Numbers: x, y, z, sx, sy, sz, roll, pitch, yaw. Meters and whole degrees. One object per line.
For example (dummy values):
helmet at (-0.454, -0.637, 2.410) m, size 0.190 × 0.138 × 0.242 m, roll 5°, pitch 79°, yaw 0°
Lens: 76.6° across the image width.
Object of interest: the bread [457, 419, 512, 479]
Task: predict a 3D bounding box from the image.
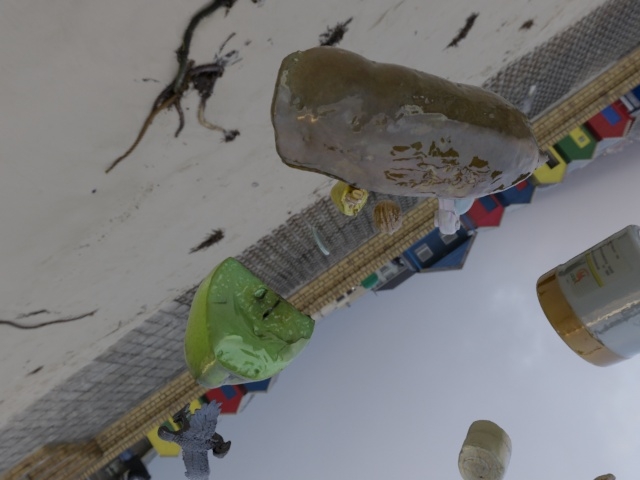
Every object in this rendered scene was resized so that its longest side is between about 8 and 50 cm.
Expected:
bread at (0.491, 0.638, 1.207) m, size 0.134 × 0.148 × 0.141 m, roll 0°, pitch -170°, yaw 33°

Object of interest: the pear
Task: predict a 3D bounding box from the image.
pear at (-0.233, 0.268, 1.125) m, size 0.238 × 0.342 × 0.318 m, roll -39°, pitch -165°, yaw 44°

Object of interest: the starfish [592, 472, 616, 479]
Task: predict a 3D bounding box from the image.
starfish at (0.336, 0.397, 0.503) m, size 0.050 × 0.138 × 0.247 m, roll -83°, pitch -161°, yaw -81°

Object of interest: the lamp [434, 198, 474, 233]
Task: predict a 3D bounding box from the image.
lamp at (0.420, -0.137, 1.250) m, size 0.108 × 0.245 × 0.180 m, roll 12°, pitch -167°, yaw 30°

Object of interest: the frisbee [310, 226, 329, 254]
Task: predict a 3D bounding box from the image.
frisbee at (0.000, 0.000, 1.383) m, size 0.014 × 0.110 × 0.110 m, roll -30°, pitch 175°, yaw 9°

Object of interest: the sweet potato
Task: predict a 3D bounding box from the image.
sweet potato at (0.127, -0.125, 0.490) m, size 0.370 × 0.157 × 0.158 m, roll 10°, pitch 167°, yaw -5°

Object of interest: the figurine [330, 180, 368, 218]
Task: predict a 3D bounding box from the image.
figurine at (0.100, -0.154, 1.327) m, size 0.131 × 0.156 × 0.246 m, roll 1°, pitch 176°, yaw -2°

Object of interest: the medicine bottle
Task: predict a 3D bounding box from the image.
medicine bottle at (0.645, 0.120, 0.876) m, size 0.238 × 0.238 × 0.232 m, roll -28°, pitch 165°, yaw -49°

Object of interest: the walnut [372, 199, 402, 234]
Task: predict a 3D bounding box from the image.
walnut at (0.234, -0.081, 1.415) m, size 0.105 × 0.124 × 0.105 m, roll -8°, pitch -177°, yaw 0°

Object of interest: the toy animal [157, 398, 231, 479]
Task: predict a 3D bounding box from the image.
toy animal at (-0.193, 0.308, 0.629) m, size 0.062 × 0.108 × 0.220 m, roll -34°, pitch 149°, yaw -53°
